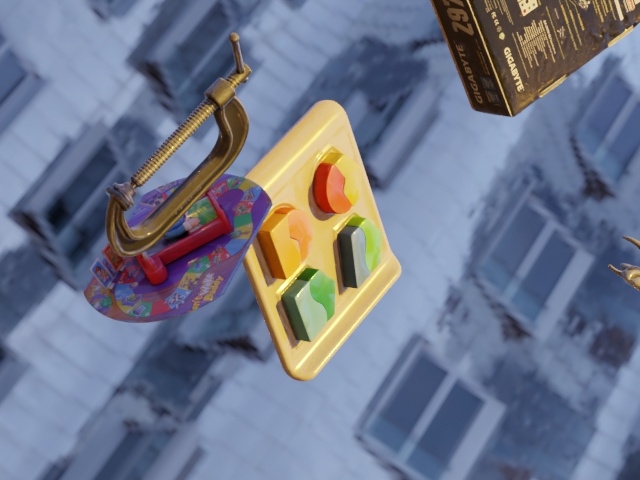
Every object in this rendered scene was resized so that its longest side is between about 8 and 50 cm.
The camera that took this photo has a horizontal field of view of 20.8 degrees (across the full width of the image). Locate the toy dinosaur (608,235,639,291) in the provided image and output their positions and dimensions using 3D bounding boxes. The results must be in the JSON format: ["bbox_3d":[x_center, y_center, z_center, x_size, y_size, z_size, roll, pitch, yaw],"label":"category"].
[{"bbox_3d":[0.432,0.123,1.791,0.313,0.121,0.160,52,10,-28],"label":"toy dinosaur"}]

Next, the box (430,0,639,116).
[{"bbox_3d":[0.232,-0.339,1.975,0.079,0.257,0.322,16,-42,53],"label":"box"}]

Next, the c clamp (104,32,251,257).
[{"bbox_3d":[-0.100,-0.061,1.220,0.022,0.160,0.137,38,-8,20],"label":"c clamp"}]

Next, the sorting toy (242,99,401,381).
[{"bbox_3d":[0.000,0.000,1.659,0.038,0.193,0.208,4,-51,39],"label":"sorting toy"}]

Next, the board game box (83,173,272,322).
[{"bbox_3d":[-0.119,-0.007,1.394,0.133,0.168,0.033,2,-43,30],"label":"board game box"}]
